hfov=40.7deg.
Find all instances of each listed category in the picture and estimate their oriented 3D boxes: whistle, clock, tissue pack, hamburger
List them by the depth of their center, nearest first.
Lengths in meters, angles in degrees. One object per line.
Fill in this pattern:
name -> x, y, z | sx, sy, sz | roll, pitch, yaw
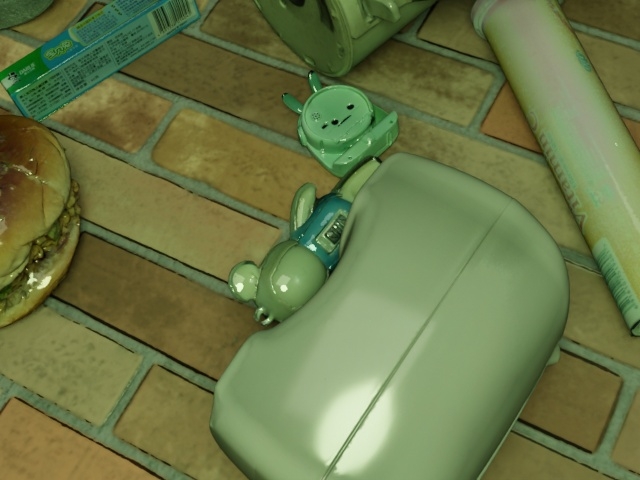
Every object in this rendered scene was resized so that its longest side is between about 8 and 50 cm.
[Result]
tissue pack -> 0.078, 0.110, 0.780 | 0.236, 0.229, 0.333 | 32, 71, 12
whistle -> 0.000, 0.000, 0.938 | 0.114, 0.077, 0.236 | 40, 65, -7
hamburger -> -0.399, -0.016, 0.961 | 0.243, 0.146, 0.286 | 29, 71, 27
clock -> 0.018, -0.142, 1.023 | 0.135, 0.041, 0.101 | 40, 74, 23

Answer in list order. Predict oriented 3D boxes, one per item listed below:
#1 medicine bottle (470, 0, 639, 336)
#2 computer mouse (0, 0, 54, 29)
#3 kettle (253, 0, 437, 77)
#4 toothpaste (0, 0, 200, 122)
medicine bottle -> 0.288, -0.104, 0.941 | 0.108, 0.108, 0.426 | -17, 64, -2
computer mouse -> -0.437, -0.339, 1.171 | 0.229, 0.068, 0.113 | -6, 75, 16
kettle -> 0.126, -0.378, 0.992 | 0.376, 0.250, 0.361 | -37, 42, -13
toothpaste -> -0.279, -0.251, 1.104 | 0.266, 0.065, 0.050 | -36, 65, -11
